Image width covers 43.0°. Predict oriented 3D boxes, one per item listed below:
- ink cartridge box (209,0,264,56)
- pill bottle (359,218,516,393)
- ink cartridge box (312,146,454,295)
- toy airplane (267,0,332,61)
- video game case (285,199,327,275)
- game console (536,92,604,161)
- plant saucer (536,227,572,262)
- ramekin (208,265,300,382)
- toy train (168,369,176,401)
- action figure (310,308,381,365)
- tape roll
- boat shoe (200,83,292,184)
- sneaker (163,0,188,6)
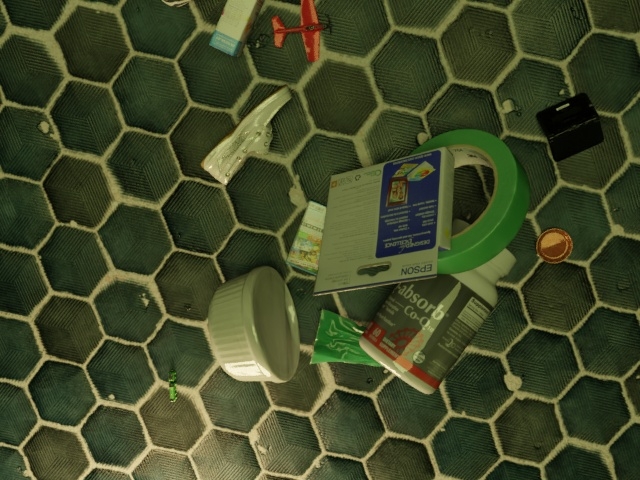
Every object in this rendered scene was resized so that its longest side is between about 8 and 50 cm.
[{"bbox_3d":[-0.176,-0.503,1.797,0.061,0.104,0.181,25,102,-2],"label":"ink cartridge box"},{"bbox_3d":[0.268,0.145,1.837,0.210,0.210,0.363,35,89,-4],"label":"pill bottle"},{"bbox_3d":[0.139,-0.029,1.746,0.303,0.072,0.307,-11,60,34],"label":"ink cartridge box"},{"bbox_3d":[-0.048,-0.479,1.833,0.151,0.028,0.151,1,103,3],"label":"toy airplane"},{"bbox_3d":[0.000,0.000,1.937,0.119,0.015,0.166,21,102,-2],"label":"video game case"},{"bbox_3d":[0.568,-0.258,1.850,0.122,0.071,0.107,-24,69,7],"label":"game console"},{"bbox_3d":[0.548,0.012,1.906,0.083,0.013,0.084,1,101,3],"label":"plant saucer"},{"bbox_3d":[-0.154,0.201,1.870,0.127,0.273,0.273,-13,101,18],"label":"ramekin"},{"bbox_3d":[-0.371,0.365,2.031,0.017,0.024,0.083,0,101,3],"label":"toy train"},{"bbox_3d":[0.100,0.251,1.959,0.232,0.063,0.137,12,101,-6],"label":"action figure"},{"bbox_3d":[0.288,-0.087,1.759,0.321,0.321,0.077,-42,136,10],"label":"tape roll"},{"bbox_3d":[-0.151,-0.238,1.860,0.096,0.098,0.277,45,110,-6],"label":"boat shoe"},{"bbox_3d":[-0.262,-0.596,1.759,0.235,0.153,0.094,-26,100,8],"label":"sneaker"}]
